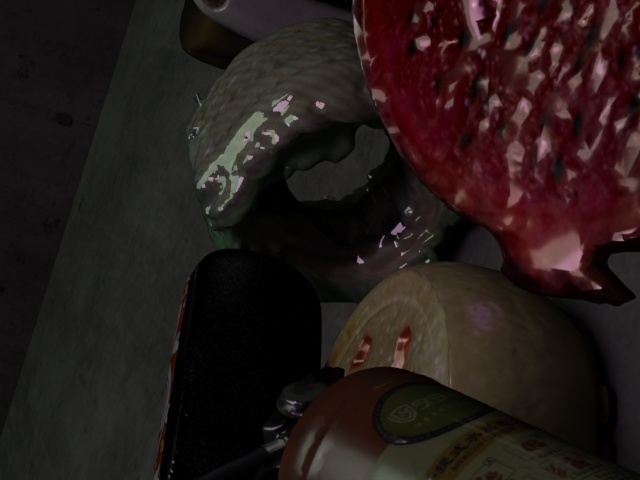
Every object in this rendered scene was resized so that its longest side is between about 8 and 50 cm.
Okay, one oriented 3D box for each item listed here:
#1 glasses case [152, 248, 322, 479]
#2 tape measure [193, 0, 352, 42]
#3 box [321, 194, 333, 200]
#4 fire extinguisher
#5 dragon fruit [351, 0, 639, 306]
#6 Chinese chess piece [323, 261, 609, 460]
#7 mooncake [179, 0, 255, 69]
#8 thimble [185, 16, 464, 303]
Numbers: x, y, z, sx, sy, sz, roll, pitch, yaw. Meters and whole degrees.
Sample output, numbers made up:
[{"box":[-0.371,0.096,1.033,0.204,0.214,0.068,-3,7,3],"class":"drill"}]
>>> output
[{"box":[-0.055,0.117,0.973,0.067,0.103,0.266,122,160,-47],"class":"glasses case"},{"box":[0.027,-0.275,1.199,0.130,0.258,0.265,-117,40,-62],"class":"tape measure"},{"box":[0.000,0.000,1.389,0.046,0.012,0.083,123,154,-42],"class":"box"},{"box":[0.058,0.139,0.644,0.376,0.200,0.113,21,106,48],"class":"fire extinguisher"},{"box":[0.197,-0.150,0.623,0.371,0.249,0.386,11,88,55],"class":"dragon fruit"},{"box":[0.072,0.148,0.910,0.270,0.112,0.270,-162,90,-72],"class":"Chinese chess piece"},{"box":[-0.031,-0.307,1.513,0.290,0.161,0.290,-162,90,-73],"class":"mooncake"},{"box":[0.005,-0.058,1.106,0.150,0.219,0.219,-108,39,-58],"class":"thimble"}]
